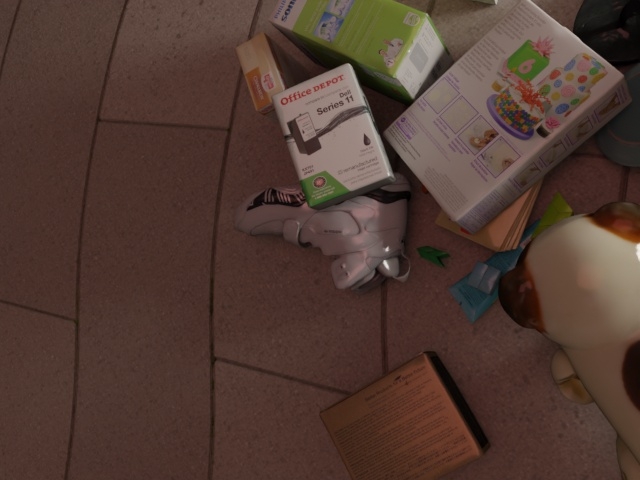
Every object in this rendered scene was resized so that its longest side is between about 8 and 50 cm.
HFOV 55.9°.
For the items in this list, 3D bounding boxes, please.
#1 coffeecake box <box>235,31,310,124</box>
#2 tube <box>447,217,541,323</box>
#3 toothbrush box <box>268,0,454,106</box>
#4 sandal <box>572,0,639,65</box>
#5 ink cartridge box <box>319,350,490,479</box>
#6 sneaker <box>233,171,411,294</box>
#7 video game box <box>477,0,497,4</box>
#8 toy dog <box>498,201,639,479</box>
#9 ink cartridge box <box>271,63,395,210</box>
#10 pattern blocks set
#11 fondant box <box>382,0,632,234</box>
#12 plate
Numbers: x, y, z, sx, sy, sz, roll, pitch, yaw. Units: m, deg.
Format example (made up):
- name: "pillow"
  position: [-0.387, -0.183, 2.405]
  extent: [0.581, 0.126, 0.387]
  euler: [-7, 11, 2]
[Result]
- name: "coffeecake box"
  position: [-0.074, -0.301, 1.193]
  extent: [0.068, 0.185, 0.142]
  euler: [-24, 74, 20]
- name: "tube"
  position: [0.318, 0.049, 1.047]
  extent: [0.207, 0.052, 0.080]
  euler: [-43, 46, 16]
- name: "toothbrush box"
  position: [0.079, -0.369, 1.121]
  extent: [0.283, 0.206, 0.122]
  euler: [30, 96, 25]
- name: "sandal"
  position: [0.611, -0.431, 0.941]
  extent: [0.445, 0.107, 0.167]
  euler: [-25, 74, 19]
- name: "ink cartridge box"
  position: [0.146, 0.334, 1.066]
  extent: [0.234, 0.088, 0.193]
  euler: [-34, 70, 18]
- name: "sneaker"
  position: [0.000, 0.000, 1.146]
  extent: [0.366, 0.137, 0.210]
  euler: [-9, 77, 20]
- name: "video game box"
  position: [0.270, -0.563, 1.147]
  extent: [0.205, 0.048, 0.187]
  euler: [23, 96, 25]
- name: "toy dog"
  position: [0.422, 0.154, 0.811]
  extent: [0.284, 0.395, 0.408]
  euler: [-41, 76, 27]
- name: "ink cartridge box"
  position: [0.022, -0.176, 1.042]
  extent: [0.153, 0.087, 0.208]
  euler: [-21, 84, 13]
- name: "pattern blocks set"
  position: [0.301, -0.082, 1.055]
  extent: [0.285, 0.026, 0.325]
  euler: [39, 99, 37]
- name: "fondant box"
  position: [0.301, -0.207, 1.020]
  extent: [0.330, 0.096, 0.238]
  euler: [-43, 55, 18]
- name: "plate"
  position: [0.519, -0.209, 0.955]
  extent: [0.188, 0.024, 0.188]
  euler: [-25, 57, 44]
